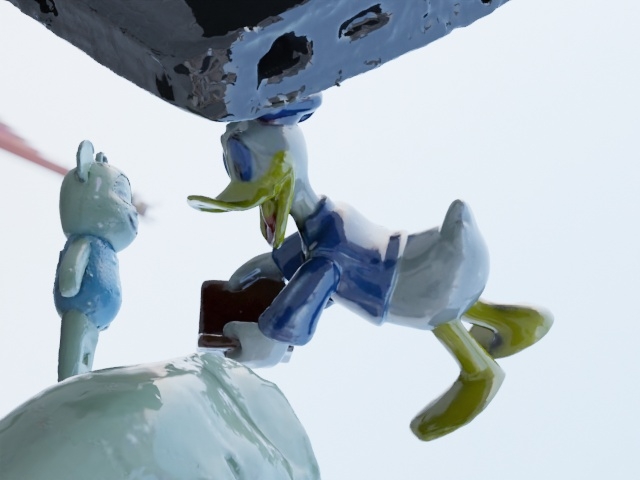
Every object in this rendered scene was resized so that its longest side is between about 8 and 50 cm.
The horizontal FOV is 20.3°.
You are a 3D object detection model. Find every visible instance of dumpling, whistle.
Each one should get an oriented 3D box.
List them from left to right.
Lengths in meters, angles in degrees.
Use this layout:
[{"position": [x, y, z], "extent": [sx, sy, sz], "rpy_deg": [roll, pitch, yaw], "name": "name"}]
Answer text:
[{"position": [-0.207, 0.027, 1.627], "extent": [0.114, 0.077, 0.236], "rpy_deg": [67, 25, -64], "name": "whistle"}, {"position": [-0.151, 0.205, 1.232], "extent": [0.320, 0.270, 0.212], "rpy_deg": [-31, -145, -4], "name": "dumpling"}]

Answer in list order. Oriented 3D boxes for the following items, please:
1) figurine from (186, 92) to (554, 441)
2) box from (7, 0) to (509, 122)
[{"position": [0.000, 0.000, 1.517], "extent": [0.283, 0.338, 0.204], "rpy_deg": [-20, -160, 25], "name": "figurine"}, {"position": [-0.051, -0.226, 1.276], "extent": [0.350, 0.359, 0.091], "rpy_deg": [34, -41, 38], "name": "box"}]
